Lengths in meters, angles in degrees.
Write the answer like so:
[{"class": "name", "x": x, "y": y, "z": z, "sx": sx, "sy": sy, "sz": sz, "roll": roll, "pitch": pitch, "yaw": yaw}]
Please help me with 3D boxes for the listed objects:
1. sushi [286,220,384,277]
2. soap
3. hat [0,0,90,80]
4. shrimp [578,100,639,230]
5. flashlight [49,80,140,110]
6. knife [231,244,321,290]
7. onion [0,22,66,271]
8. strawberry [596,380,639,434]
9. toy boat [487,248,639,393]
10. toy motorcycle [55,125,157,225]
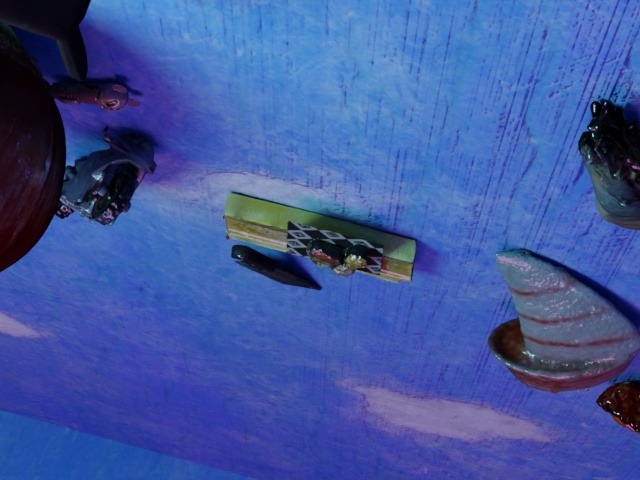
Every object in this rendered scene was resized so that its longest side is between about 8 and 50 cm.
[{"class": "sushi", "x": 0.013, "y": 0.021, "z": 2.078, "sx": 0.126, "sy": 0.026, "sz": 0.120, "roll": 14, "pitch": 161, "yaw": 5}, {"class": "soap", "x": 0.000, "y": -0.001, "z": 2.123, "sx": 0.252, "sy": 0.037, "sz": 0.092, "roll": 14, "pitch": 162, "yaw": 3}, {"class": "hat", "x": -0.251, "y": -0.285, "z": 1.420, "sx": 0.238, "sy": 0.209, "sz": 0.336, "roll": 34, "pitch": -178, "yaw": 11}, {"class": "shrimp", "x": 0.351, "y": -0.057, "z": 1.651, "sx": 0.178, "sy": 0.075, "sz": 0.289, "roll": 0, "pitch": 155, "yaw": 19}, {"class": "flashlight", "x": -0.261, "y": -0.164, "z": 1.889, "sx": 0.110, "sy": 0.031, "sz": 0.052, "roll": 6, "pitch": 159, "yaw": 26}, {"class": "knife", "x": -0.077, "y": 0.040, "z": 2.268, "sx": 0.072, "sy": 0.019, "sz": 0.245, "roll": 7, "pitch": 169, "yaw": 24}, {"class": "onion", "x": -0.420, "y": -0.107, "z": 1.769, "sx": 0.341, "sy": 0.341, "sz": 0.341, "roll": 14, "pitch": 160, "yaw": 5}, {"class": "strawberry", "x": 0.511, "y": 0.252, "z": 2.336, "sx": 0.236, "sy": 0.111, "sz": 0.190, "roll": 33, "pitch": 180, "yaw": 27}, {"class": "toy boat", "x": 0.299, "y": 0.091, "z": 2.106, "sx": 0.206, "sy": 0.096, "sz": 0.282, "roll": 1, "pitch": 144, "yaw": 22}, {"class": "toy motorcycle", "x": -0.271, "y": -0.078, "z": 2.042, "sx": 0.080, "sy": 0.122, "sz": 0.215, "roll": 38, "pitch": 166, "yaw": -25}]
